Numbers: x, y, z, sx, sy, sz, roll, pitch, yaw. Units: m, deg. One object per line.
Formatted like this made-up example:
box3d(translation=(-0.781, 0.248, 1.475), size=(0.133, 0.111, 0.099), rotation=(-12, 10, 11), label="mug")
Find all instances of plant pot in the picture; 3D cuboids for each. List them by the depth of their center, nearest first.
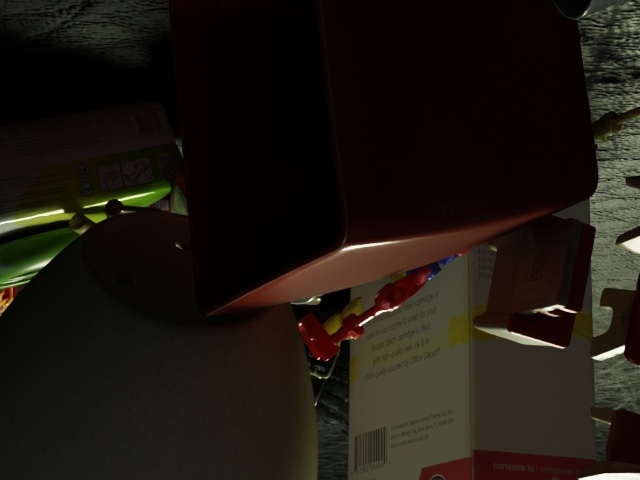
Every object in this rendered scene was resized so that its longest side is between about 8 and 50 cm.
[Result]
box3d(translation=(0.053, -0.101, 1.331), size=(0.236, 0.267, 0.267), rotation=(-1, 168, -25), label="plant pot")

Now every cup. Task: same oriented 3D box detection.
box3d(translation=(-0.138, 0.118, 1.479), size=(0.331, 0.331, 0.237), rotation=(8, 121, -16), label="cup")

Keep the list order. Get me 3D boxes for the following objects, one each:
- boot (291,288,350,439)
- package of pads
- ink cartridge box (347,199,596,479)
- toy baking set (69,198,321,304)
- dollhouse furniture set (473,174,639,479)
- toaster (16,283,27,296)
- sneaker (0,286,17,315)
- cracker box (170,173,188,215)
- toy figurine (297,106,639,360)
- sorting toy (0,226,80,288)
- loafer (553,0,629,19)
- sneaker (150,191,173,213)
box3d(translation=(-0.057, 0.179, 2.060), size=(0.260, 0.348, 0.131), rotation=(34, 173, -12), label="boot")
box3d(translation=(-0.297, -0.041, 1.735), size=(0.229, 0.101, 0.296), rotation=(-13, 173, -33), label="package of pads")
box3d(translation=(0.155, 0.143, 1.907), size=(0.160, 0.384, 0.279), rotation=(7, 164, -24), label="ink cartridge box")
box3d(translation=(-0.107, 0.023, 1.662), size=(0.197, 0.030, 0.256), rotation=(5, 162, 25), label="toy baking set")
box3d(translation=(0.266, 0.063, 1.436), size=(0.259, 0.262, 0.135), rotation=(17, 166, -21), label="dollhouse furniture set")
box3d(translation=(-0.256, 0.054, 2.111), size=(0.129, 0.146, 0.227), rotation=(-11, 159, 44), label="toaster")
box3d(translation=(-0.372, 0.045, 2.198), size=(0.180, 0.124, 0.321), rotation=(-2, 175, 4), label="sneaker")
box3d(translation=(-0.065, -0.038, 1.751), size=(0.156, 0.067, 0.232), rotation=(-31, 171, -13), label="cracker box")
box3d(translation=(0.076, -0.087, 1.568), size=(0.362, 0.217, 0.191), rotation=(-37, 178, -29), label="toy figurine")
box3d(translation=(-0.252, 0.060, 1.701), size=(0.127, 0.126, 0.365), rotation=(-20, 175, 27), label="sorting toy")
box3d(translation=(0.182, -0.196, 1.183), size=(0.319, 0.111, 0.112), rotation=(6, 164, -10), label="loafer")
box3d(translation=(-0.143, -0.040, 1.944), size=(0.067, 0.042, 0.118), rotation=(7, 166, -26), label="sneaker")
